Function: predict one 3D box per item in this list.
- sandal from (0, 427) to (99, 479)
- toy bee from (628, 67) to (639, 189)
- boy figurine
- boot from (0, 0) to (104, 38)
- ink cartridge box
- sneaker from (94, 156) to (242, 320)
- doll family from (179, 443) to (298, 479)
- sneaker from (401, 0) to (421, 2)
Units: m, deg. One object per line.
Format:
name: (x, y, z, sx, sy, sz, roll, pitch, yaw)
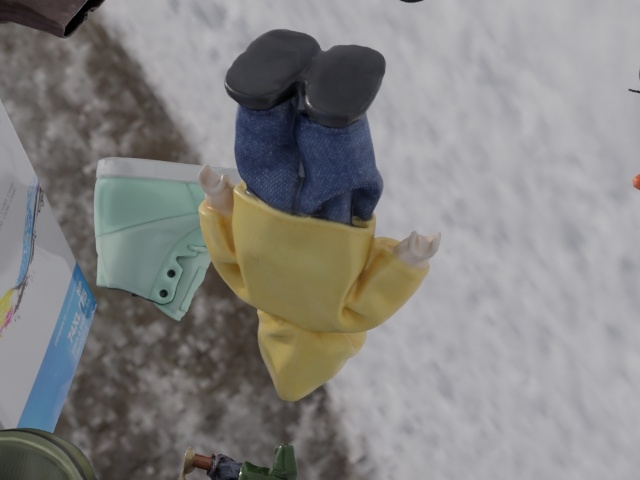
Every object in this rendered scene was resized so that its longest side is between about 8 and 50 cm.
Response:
sandal: (-0.288, 0.201, 1.200, 0.086, 0.303, 0.120, -25, -67, -63)
toy bee: (0.478, -0.075, 2.131, 0.298, 0.162, 0.195, 37, 136, 22)
boy figurine: (0.000, 0.000, 1.143, 0.177, 0.092, 0.285, 12, 133, 17)
boot: (-0.345, -0.247, 1.623, 0.207, 0.248, 0.090, 23, 137, 13)
ink cartridge box: (-0.336, 0.036, 1.334, 0.270, 0.198, 0.197, 73, -158, -44)
sneaker: (-0.093, 0.005, 1.573, 0.094, 0.256, 0.151, 28, -114, -85)
doll family: (-0.048, 0.216, 0.990, 0.111, 0.193, 0.076, 15, 173, 1)
sneaker: (0.090, -0.451, 2.041, 0.178, 0.124, 0.295, -58, -47, -69)
